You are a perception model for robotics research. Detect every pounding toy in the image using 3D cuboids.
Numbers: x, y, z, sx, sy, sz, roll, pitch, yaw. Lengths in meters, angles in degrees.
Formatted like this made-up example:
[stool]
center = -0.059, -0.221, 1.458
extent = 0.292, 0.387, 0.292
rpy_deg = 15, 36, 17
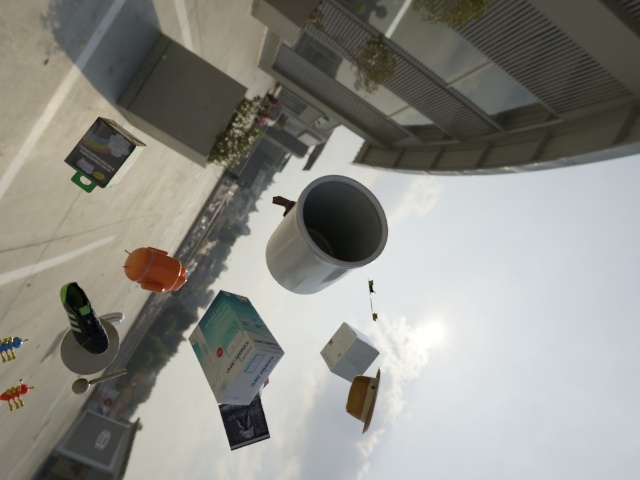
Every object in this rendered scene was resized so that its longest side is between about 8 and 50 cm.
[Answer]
[pounding toy]
center = -0.783, 0.372, 1.403
extent = 0.110, 0.236, 0.183
rpy_deg = 2, -164, 38

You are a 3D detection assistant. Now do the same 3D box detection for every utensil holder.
[utensil holder]
center = 0.000, 0.000, 1.488
extent = 0.385, 0.328, 0.327
rpy_deg = -41, -157, 56

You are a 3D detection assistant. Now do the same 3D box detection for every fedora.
[fedora]
center = 0.120, 0.446, 1.188
extent = 0.194, 0.079, 0.194
rpy_deg = 14, 90, -79

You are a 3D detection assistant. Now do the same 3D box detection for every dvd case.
[dvd case]
center = -0.301, 0.725, 1.667
extent = 0.018, 0.165, 0.221
rpy_deg = -137, -145, -69

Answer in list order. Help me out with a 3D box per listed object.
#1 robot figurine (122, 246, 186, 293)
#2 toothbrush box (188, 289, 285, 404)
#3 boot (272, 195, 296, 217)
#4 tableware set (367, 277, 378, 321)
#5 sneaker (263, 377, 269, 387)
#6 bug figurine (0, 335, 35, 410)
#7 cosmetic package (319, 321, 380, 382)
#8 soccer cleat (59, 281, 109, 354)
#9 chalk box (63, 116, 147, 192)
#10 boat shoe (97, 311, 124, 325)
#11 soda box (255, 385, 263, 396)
[robot figurine]
center = -0.579, 0.100, 1.451
extent = 0.128, 0.220, 0.157
rpy_deg = -2, -114, 48
[toothbrush box]
center = -0.275, 0.334, 1.325
extent = 0.216, 0.126, 0.295
rpy_deg = -55, -134, 10
[boot]
center = -0.164, -0.143, 1.728
extent = 0.106, 0.114, 0.037
rpy_deg = -48, 152, -41
[tableware set]
center = 0.192, 0.215, 1.512
extent = 0.104, 0.024, 0.153
rpy_deg = 69, 14, -69
[sneaker]
center = -0.325, 0.622, 1.832
extent = 0.087, 0.222, 0.127
rpy_deg = 124, -48, -59
[bug figurine]
center = -1.127, 0.465, 1.442
extent = 0.072, 0.216, 0.278
rpy_deg = 15, -72, 41
[cosmetic package]
center = 0.125, 0.486, 1.806
extent = 0.183, 0.152, 0.151
rpy_deg = -53, -155, 2
[soccer cleat]
center = -0.529, 0.175, 0.933
extent = 0.060, 0.178, 0.072
rpy_deg = -28, -178, -41
[chalk box]
center = -0.652, -0.243, 1.250
extent = 0.213, 0.132, 0.132
rpy_deg = -49, -165, 4
[boat shoe]
center = -0.850, 0.348, 1.594
extent = 0.227, 0.083, 0.075
rpy_deg = -25, -116, 7
[soda box]
center = -0.315, 0.558, 1.614
extent = 0.062, 0.183, 0.058
rpy_deg = 85, 13, -50
